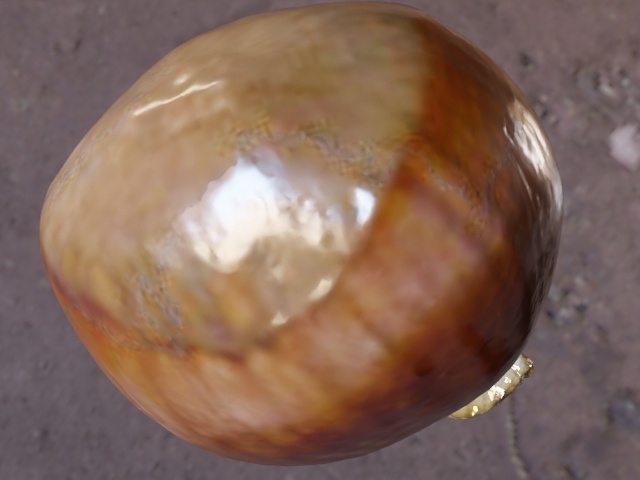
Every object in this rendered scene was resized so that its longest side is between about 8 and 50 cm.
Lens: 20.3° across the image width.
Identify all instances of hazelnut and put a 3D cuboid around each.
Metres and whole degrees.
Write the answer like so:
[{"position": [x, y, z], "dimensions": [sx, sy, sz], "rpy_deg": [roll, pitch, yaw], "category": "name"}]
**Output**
[{"position": [0.000, 0.000, 0.734], "dimensions": [0.214, 0.214, 0.176], "rpy_deg": [20, 42, -19], "category": "hazelnut"}]

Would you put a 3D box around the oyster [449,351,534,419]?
[{"position": [0.096, 0.112, 1.494], "dimensions": [0.191, 0.163, 0.081], "rpy_deg": [62, 17, -51], "category": "oyster"}]
